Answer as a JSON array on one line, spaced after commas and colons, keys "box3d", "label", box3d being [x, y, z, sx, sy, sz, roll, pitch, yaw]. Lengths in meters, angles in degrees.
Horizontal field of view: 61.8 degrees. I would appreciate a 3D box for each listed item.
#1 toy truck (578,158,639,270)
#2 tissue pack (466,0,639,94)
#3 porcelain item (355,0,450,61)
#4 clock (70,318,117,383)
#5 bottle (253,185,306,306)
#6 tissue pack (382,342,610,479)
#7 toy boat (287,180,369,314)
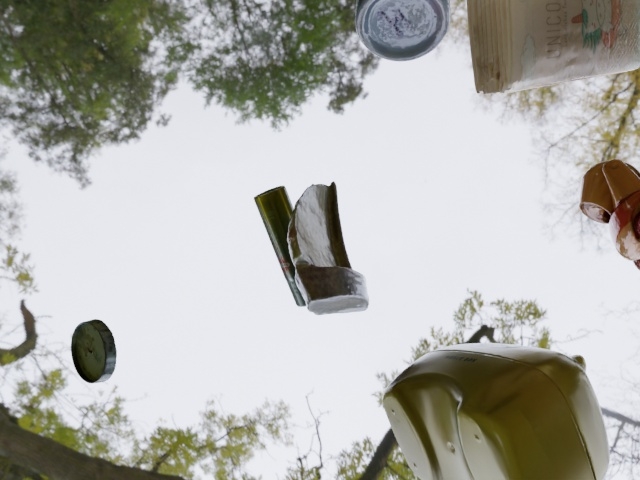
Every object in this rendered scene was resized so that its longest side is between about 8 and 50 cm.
[{"box3d": [0.661, -0.082, 1.044, 0.264, 0.189, 0.239, -24, -126, 13], "label": "toy truck"}, {"box3d": [0.334, -0.304, 0.735, 0.325, 0.170, 0.071, -17, -161, -33], "label": "tissue pack"}, {"box3d": [0.128, -0.373, 0.838, 0.147, 0.147, 0.114, -2, -121, 11], "label": "porcelain item"}, {"box3d": [-0.298, 0.146, 0.701, 0.085, 0.085, 0.017, 24, -164, 32], "label": "clock"}, {"box3d": [-0.071, 0.016, 1.269, 0.082, 0.286, 0.082, -20, -168, 5], "label": "bottle"}, {"box3d": [0.151, 0.153, 0.462, 0.127, 0.123, 0.178, -20, -179, -24], "label": "tissue pack"}, {"box3d": [0.002, 0.026, 1.089, 0.111, 0.294, 0.276, -24, 174, 23], "label": "toy boat"}]
